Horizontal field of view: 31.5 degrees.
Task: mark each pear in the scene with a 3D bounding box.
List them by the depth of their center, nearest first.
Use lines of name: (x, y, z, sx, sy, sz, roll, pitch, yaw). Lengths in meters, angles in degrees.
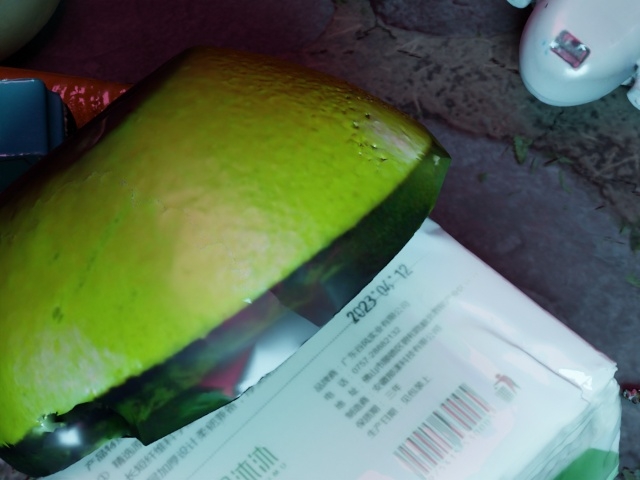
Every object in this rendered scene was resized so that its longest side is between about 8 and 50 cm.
pear: (-0.115, -0.019, 0.821, 0.399, 0.399, 0.165, -41, 104, -15)

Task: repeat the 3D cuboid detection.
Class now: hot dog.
hot dog: (-0.227, -0.125, 1.108, 0.288, 0.083, 0.068, 10, 81, 14)

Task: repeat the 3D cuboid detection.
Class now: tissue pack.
tissue pack: (0.015, 0.169, 0.830, 0.356, 0.194, 0.266, -41, 59, -16)

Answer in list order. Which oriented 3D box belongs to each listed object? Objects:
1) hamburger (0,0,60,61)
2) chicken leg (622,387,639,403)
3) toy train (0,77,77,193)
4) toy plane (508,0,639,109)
hamburger: (-0.408, -0.303, 1.169, 0.301, 0.170, 0.302, -5, 53, 6)
chicken leg: (0.287, 0.131, 0.911, 0.083, 0.021, 0.036, 28, 77, 23)
toy train: (-0.293, -0.061, 1.014, 0.154, 0.198, 0.107, -6, 60, -10)
toy plane: (0.282, -0.225, 1.061, 0.266, 0.123, 0.267, 2, 71, -6)
